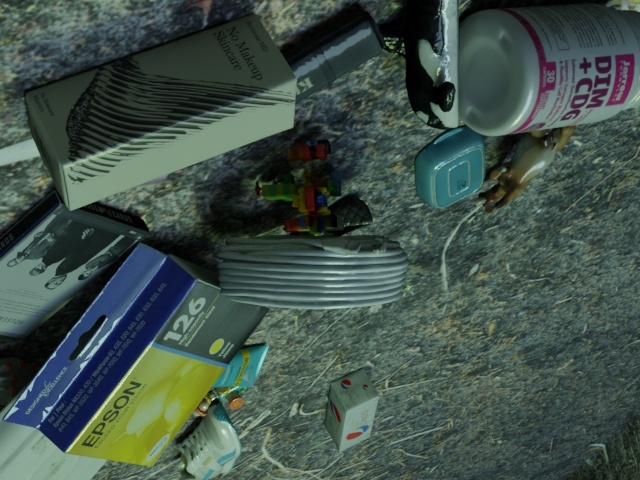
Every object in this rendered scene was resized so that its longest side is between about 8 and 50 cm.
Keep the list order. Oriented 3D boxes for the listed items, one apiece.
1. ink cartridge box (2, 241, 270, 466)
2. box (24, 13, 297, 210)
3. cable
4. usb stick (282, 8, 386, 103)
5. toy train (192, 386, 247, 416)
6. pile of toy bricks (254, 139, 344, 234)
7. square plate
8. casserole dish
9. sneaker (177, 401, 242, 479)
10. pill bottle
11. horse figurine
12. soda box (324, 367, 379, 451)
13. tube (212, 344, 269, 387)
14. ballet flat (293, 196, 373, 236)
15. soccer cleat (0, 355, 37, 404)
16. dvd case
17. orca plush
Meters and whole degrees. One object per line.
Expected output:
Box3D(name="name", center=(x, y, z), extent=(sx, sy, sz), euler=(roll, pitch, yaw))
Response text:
Box3D(name="ink cartridge box", center=(-0.240, 0.168, 1.854), extent=(0.304, 0.072, 0.307), euler=(-52, 154, 6))
Box3D(name="box", center=(-0.170, -0.141, 1.462), extent=(0.275, 0.113, 0.094), euler=(-24, 153, -17))
Box3D(name="cable", center=(-0.010, 0.038, 1.799), extent=(0.257, 0.089, 0.257), euler=(0, -178, 21))
Box3D(name="usb stick", center=(-0.050, -0.182, 1.591), extent=(0.278, 0.045, 0.077), euler=(-31, 156, 1))
Box3D(name="toy train", center=(-0.174, 0.254, 2.258), extent=(0.166, 0.046, 0.125), euler=(-9, 148, -37))
Box3D(name="pile of toy bricks", center=(-0.033, -0.066, 1.785), extent=(0.105, 0.118, 0.212), euler=(-4, 173, 7))
Box3D(name="square plate", center=(-0.402, 0.321, 1.941), extent=(0.347, 0.049, 0.344), euler=(-48, 160, -28))
Box3D(name="casserole dish", center=(0.199, -0.105, 2.016), extent=(0.114, 0.037, 0.188), euler=(-27, 156, -6))
Box3D(name="sneaker", center=(-0.200, 0.368, 2.396), extent=(0.092, 0.087, 0.229), euler=(-17, 150, -22))
Box3D(name="pill bottle", center=(0.315, -0.229, 1.766), extent=(0.283, 0.160, 0.160), euler=(-11, 149, -36))
Box3D(name="horse figurine", center=(0.316, -0.135, 2.019), extent=(0.263, 0.066, 0.174), euler=(-55, 168, 18))
Box3D(name="soda box", center=(0.060, 0.334, 2.635), extent=(0.074, 0.069, 0.216), euler=(-23, 154, -16))
Box3D(name="tube", center=(-0.167, 0.209, 2.183), extent=(0.207, 0.052, 0.080), euler=(0, 124, -51))
Box3D(name="ballet flat", center=(0.000, 0.000, 1.975), extent=(0.173, 0.049, 0.057), euler=(-38, 153, 16))
Box3D(name="soccer cleat", center=(-0.457, 0.193, 1.832), extent=(0.076, 0.068, 0.196), euler=(-5, 173, 23))
Box3D(name="dvd case", center=(-0.353, 0.036, 1.684), extent=(0.238, 0.030, 0.179), euler=(-38, 154, 17))
Box3D(name="orca plush", center=(0.113, -0.236, 1.610), extent=(0.102, 0.151, 0.287), euler=(1, 158, 7))
